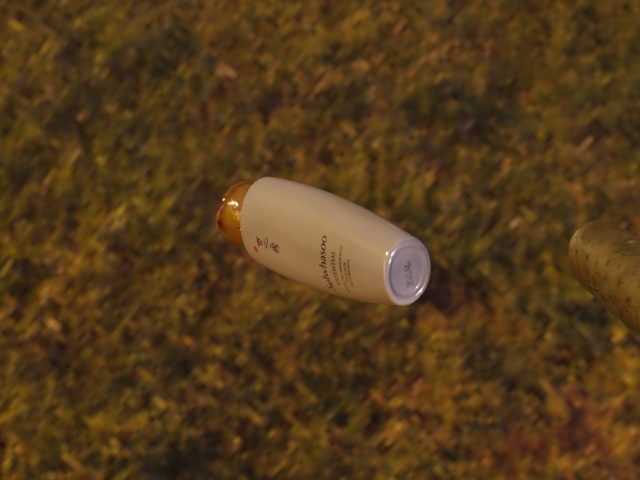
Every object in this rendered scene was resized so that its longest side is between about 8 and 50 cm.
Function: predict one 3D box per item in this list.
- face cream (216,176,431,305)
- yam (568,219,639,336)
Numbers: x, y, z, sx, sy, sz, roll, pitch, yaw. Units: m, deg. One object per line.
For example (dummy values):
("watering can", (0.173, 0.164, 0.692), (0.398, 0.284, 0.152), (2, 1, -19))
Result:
("face cream", (0.000, 0.000, 1.299), (0.051, 0.072, 0.182), (-25, 29, -32))
("yam", (0.308, 0.049, 1.797), (0.083, 0.083, 0.371), (30, 6, -13))
